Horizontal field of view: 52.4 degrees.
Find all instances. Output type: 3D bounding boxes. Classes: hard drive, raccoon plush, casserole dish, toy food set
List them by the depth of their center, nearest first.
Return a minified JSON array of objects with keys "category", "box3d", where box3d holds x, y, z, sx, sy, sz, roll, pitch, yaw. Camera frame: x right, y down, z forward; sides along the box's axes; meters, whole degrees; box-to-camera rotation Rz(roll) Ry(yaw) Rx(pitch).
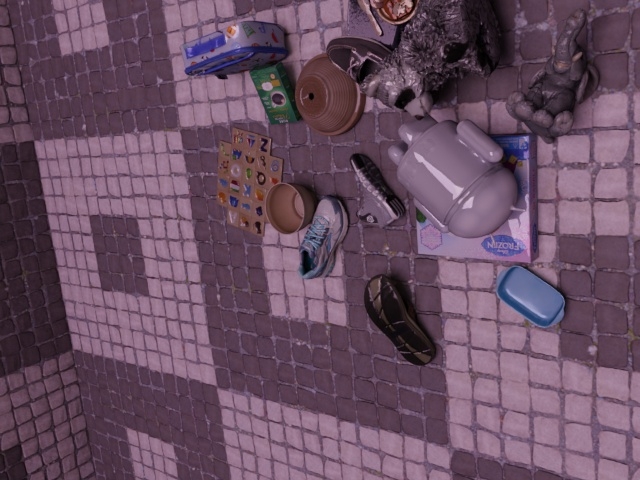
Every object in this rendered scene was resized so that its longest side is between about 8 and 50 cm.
[{"category":"raccoon plush","box3d":[0.246,-0.513,1.534,0.299,0.216,0.447,-7,74,39]},{"category":"toy food set","box3d":[0.187,-0.610,1.629,0.192,0.038,0.133,-29,86,31]},{"category":"casserole dish","box3d":[0.540,0.139,1.665,0.188,0.037,0.114,37,122,23]},{"category":"hard drive","box3d":[0.151,-0.628,1.704,0.171,0.054,0.255,11,103,23]}]

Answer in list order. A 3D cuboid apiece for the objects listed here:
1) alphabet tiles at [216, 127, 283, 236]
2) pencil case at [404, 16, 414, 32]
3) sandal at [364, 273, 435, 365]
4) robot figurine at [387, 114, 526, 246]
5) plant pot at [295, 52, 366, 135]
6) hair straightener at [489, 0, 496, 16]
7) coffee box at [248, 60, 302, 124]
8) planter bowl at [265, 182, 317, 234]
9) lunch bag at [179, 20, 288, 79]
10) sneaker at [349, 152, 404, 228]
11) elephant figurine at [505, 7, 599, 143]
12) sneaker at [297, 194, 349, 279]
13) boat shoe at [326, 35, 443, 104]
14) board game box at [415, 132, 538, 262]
[{"category":"alphabet tiles","box3d":[-0.243,-0.195,2.194,0.285,0.011,0.343,20,114,32]},{"category":"pencil case","box3d":[0.311,-0.503,1.623,0.206,0.088,0.086,33,141,25]},{"category":"sandal","box3d":[0.231,0.231,1.909,0.120,0.086,0.303,-28,100,34]},{"category":"robot figurine","box3d":[0.324,-0.146,1.558,0.353,0.199,0.300,46,145,19]},{"category":"plant pot","box3d":[0.004,-0.418,1.875,0.237,0.109,0.238,12,109,36]},{"category":"hair straightener","box3d":[0.353,-0.616,1.596,0.089,0.047,0.230,-38,83,39]},{"category":"coffee box","box3d":[-0.134,-0.444,1.978,0.113,0.040,0.184,-1,125,38]},{"category":"planter bowl","box3d":[-0.078,-0.106,2.026,0.162,0.109,0.162,12,109,38]},{"category":"lunch bag","box3d":[-0.269,-0.568,1.956,0.303,0.243,0.115,-8,98,38]},{"category":"sneaker","box3d":[0.128,-0.130,1.878,0.132,0.086,0.229,-43,77,40]},{"category":"elephant figurine","box3d":[0.543,-0.358,1.455,0.169,0.186,0.240,28,94,-9]},{"category":"sneaker","box3d":[0.000,0.000,1.988,0.110,0.122,0.283,25,117,30]},{"category":"boat shoe","box3d":[0.155,-0.436,1.693,0.335,0.096,0.112,24,145,11]},{"category":"board game box","box3d":[0.397,-0.112,1.684,0.318,0.066,0.318,4,105,37]}]
